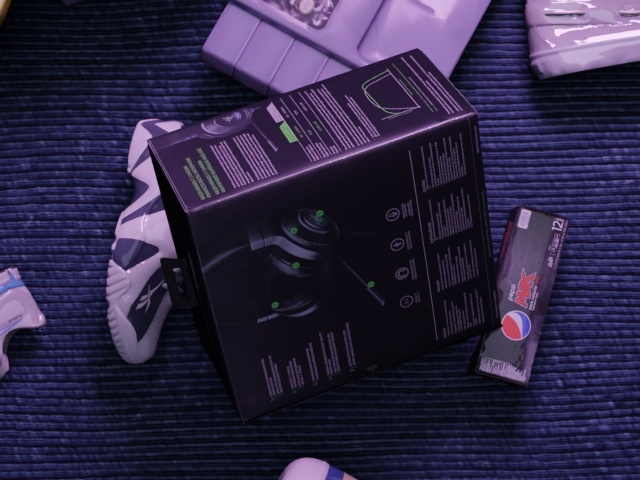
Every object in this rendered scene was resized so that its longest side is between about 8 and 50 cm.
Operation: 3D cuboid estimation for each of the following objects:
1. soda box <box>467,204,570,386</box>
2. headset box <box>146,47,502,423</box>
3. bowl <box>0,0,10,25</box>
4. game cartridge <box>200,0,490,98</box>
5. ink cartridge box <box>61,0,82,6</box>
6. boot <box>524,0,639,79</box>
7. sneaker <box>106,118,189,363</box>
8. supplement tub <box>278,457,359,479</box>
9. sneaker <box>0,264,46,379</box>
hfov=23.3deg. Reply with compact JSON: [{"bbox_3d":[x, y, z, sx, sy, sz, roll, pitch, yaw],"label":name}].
[{"bbox_3d":[0.191,0.054,1.497,0.053,0.060,0.169,16,85,-1],"label":"soda box"},{"bbox_3d":[0.000,0.000,1.384,0.283,0.131,0.246,-21,128,-10],"label":"headset box"},{"bbox_3d":[-0.409,-0.260,1.457,0.289,0.156,0.289,0,86,3],"label":"bowl"},{"bbox_3d":[0.061,-0.277,1.498,0.230,0.068,0.355,29,81,-4],"label":"game cartridge"},{"bbox_3d":[-0.207,-0.392,1.455,0.197,0.198,0.270,-20,87,-3],"label":"ink cartridge box"},{"bbox_3d":[0.324,-0.237,1.503,0.258,0.095,0.123,-10,93,-1],"label":"boot"},{"bbox_3d":[-0.113,0.006,1.477,0.153,0.094,0.235,6,75,8],"label":"sneaker"},{"bbox_3d":[0.067,0.358,1.387,0.316,0.228,0.228,27,86,1],"label":"supplement tub"},{"bbox_3d":[-0.345,0.112,1.480,0.190,0.071,0.083,-39,93,-3],"label":"sneaker"}]
